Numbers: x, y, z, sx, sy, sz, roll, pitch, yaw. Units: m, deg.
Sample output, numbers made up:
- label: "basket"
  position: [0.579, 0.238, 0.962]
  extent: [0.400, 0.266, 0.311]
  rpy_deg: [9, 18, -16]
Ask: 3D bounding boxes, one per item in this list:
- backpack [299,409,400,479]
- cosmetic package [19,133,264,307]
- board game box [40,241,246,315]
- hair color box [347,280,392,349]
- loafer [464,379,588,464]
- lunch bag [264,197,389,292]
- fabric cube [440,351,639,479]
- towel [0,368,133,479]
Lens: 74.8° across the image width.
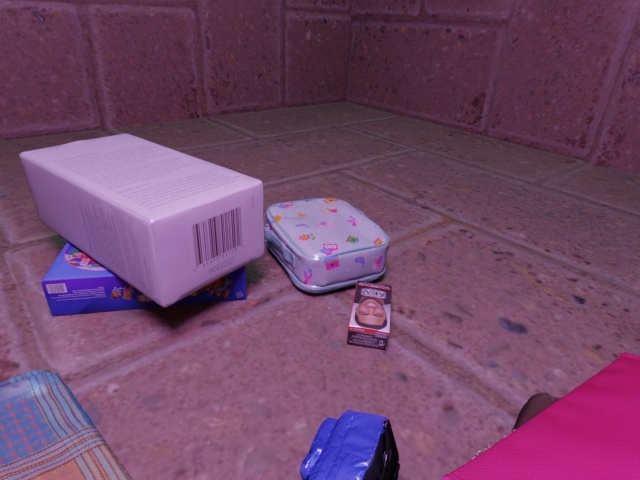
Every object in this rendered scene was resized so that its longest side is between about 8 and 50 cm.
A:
- label: "backpack"
  position: [0.030, 0.268, 0.463]
  extent: [0.101, 0.098, 0.120]
  rpy_deg: [-6, 31, 29]
- label: "cosmetic package"
  position: [-0.346, -0.070, 0.808]
  extent: [0.453, 0.162, 0.230]
  rpy_deg: [23, 34, 32]
- label: "board game box"
  position: [-0.335, 0.038, 0.864]
  extent: [0.347, 0.078, 0.233]
  rpy_deg: [-3, 29, -12]
- label: "hair color box"
  position: [0.093, 0.133, 0.768]
  extent: [0.072, 0.043, 0.141]
  rpy_deg: [8, 29, 7]
- label: "loafer"
  position: [0.287, 0.260, 0.497]
  extent: [0.365, 0.134, 0.130]
  rpy_deg: [-2, 4, -29]
- label: "lunch bag"
  position: [0.000, 0.000, 0.938]
  extent: [0.224, 0.108, 0.279]
  rpy_deg: [-13, 32, -22]
- label: "fabric cube"
  position: [0.271, 0.259, 0.258]
  extent: [0.258, 0.254, 0.259]
  rpy_deg: [-13, 7, -29]
- label: "towel"
  position: [-0.333, 0.270, 0.405]
  extent: [0.370, 0.040, 0.271]
  rpy_deg: [25, 20, 34]
